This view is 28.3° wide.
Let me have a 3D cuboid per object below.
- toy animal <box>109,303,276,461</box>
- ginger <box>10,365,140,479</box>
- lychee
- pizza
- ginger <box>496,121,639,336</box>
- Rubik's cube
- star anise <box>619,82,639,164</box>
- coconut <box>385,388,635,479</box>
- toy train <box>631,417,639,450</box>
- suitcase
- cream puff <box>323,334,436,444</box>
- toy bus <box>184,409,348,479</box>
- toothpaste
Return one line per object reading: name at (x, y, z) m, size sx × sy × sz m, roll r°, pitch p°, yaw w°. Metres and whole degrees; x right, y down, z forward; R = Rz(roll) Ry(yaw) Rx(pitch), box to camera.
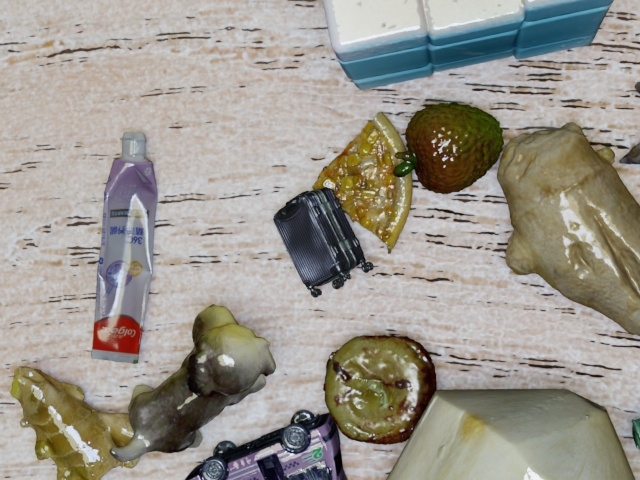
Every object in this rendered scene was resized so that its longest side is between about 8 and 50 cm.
toy animal at (-0.152, 0.177, 1.582) m, size 0.233 × 0.168 × 0.121 m, roll -43°, pitch 88°, yaw 14°
ginger at (-0.322, 0.248, 1.642) m, size 0.205 × 0.081 × 0.115 m, roll 30°, pitch 105°, yaw 0°
lychee at (0.157, -0.114, 1.573) m, size 0.146 × 0.114 × 0.114 m, roll -16°, pitch 88°, yaw -11°
pizza at (0.054, -0.077, 1.618) m, size 0.131 × 0.041 × 0.178 m, roll 8°, pitch 91°, yaw 8°
ginger at (0.348, 0.011, 1.541) m, size 0.354 × 0.126 × 0.190 m, roll 42°, pitch 89°, yaw 9°
Rubik's cube at (0.149, -0.372, 1.469) m, size 0.316 × 0.322 × 0.319 m, roll -11°, pitch 88°, yaw 5°
star anise at (0.497, -0.121, 1.550) m, size 0.262 × 0.081 × 0.230 m, roll 30°, pitch 83°, yaw 8°
coconut at (0.226, 0.306, 1.479) m, size 0.323 × 0.323 × 0.323 m, roll 0°, pitch 90°, yaw 7°
toy train at (0.534, 0.218, 1.540) m, size 0.307 × 0.126 × 0.189 m, roll -20°, pitch 120°, yaw 6°
suitcase at (0.000, 0.000, 1.602) m, size 0.086 × 0.059 × 0.126 m, roll -31°, pitch 83°, yaw 45°
cream puff at (0.076, 0.184, 1.592) m, size 0.149 × 0.084 × 0.149 m, roll -2°, pitch 80°, yaw 15°
toy bus at (-0.065, 0.294, 1.604) m, size 0.199 × 0.096 × 0.108 m, roll -23°, pitch 91°, yaw 8°
toothpaste at (-0.254, 0.010, 1.653) m, size 0.075 × 0.048 × 0.301 m, roll 5°, pitch 93°, yaw 2°
